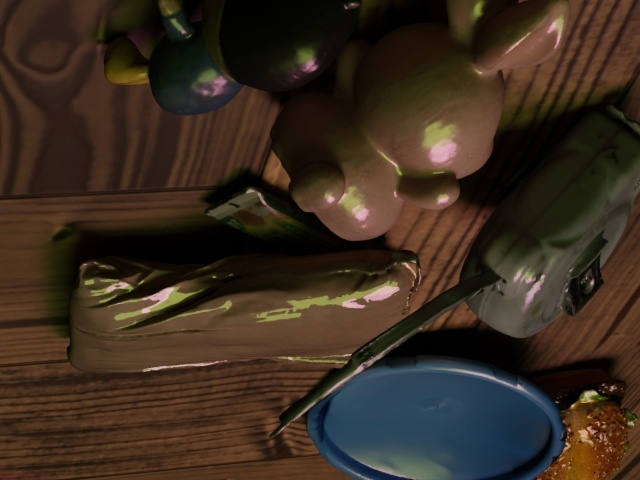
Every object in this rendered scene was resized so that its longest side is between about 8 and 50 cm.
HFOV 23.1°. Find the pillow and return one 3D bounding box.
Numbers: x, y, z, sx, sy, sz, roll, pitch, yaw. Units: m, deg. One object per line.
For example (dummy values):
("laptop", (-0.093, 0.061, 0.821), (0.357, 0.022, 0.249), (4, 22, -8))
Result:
("pillow", (-0.065, 0.053, 1.169), (0.270, 0.067, 0.173), (-1, 156, -1))

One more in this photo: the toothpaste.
("toothpaste", (0.000, 0.000, 1.166), (0.049, 0.031, 0.204), (-25, 147, 34))

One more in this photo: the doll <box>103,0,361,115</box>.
("doll", (-0.048, -0.120, 0.894), (0.179, 0.089, 0.102), (-7, 161, 41))

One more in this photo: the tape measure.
("tape measure", (0.110, 0.056, 1.110), (0.330, 0.084, 0.164), (-46, 154, -14))

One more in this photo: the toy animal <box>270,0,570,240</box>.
("toy animal", (0.074, -0.087, 0.969), (0.212, 0.124, 0.124), (-34, 145, 22))

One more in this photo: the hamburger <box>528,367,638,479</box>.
("hamburger", (0.248, 0.192, 1.544), (0.137, 0.087, 0.166), (-12, 150, -4))

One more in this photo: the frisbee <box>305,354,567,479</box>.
("frisbee", (0.107, 0.167, 1.459), (0.242, 0.045, 0.242), (4, 141, 3))
